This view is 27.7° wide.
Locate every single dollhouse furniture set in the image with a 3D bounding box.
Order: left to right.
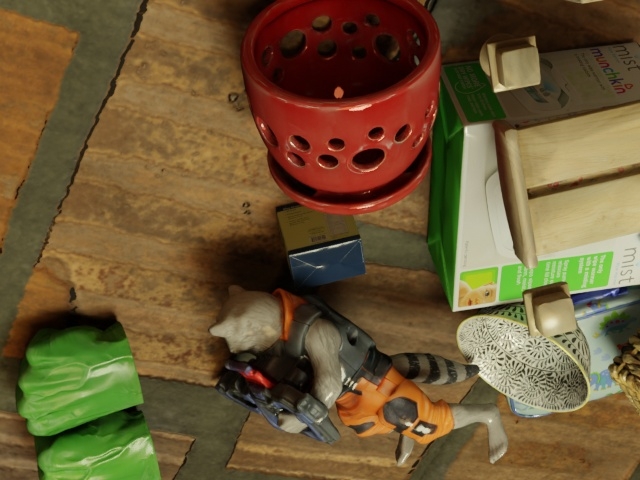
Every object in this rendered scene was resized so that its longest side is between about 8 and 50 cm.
[{"bbox_3d":[0.309,-0.120,1.280,0.303,0.174,0.356,-12,106,-5],"label":"dollhouse furniture set"}]

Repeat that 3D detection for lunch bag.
[{"bbox_3d":[0.327,0.124,1.650,0.219,0.090,0.176,-17,133,1],"label":"lunch bag"}]

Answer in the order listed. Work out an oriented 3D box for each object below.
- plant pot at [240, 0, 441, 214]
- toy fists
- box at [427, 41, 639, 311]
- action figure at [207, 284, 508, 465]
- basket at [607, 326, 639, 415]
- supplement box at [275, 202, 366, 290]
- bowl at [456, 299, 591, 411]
[{"bbox_3d":[0.024,-0.130,1.275,0.191,0.191,0.174,-11,135,-6],"label":"plant pot"},{"bbox_3d":[-0.285,0.212,1.559,0.142,0.096,0.279,-17,132,-14],"label":"toy fists"},{"bbox_3d":[0.246,-0.070,1.435,0.231,0.127,0.262,-7,131,-7],"label":"box"},{"bbox_3d":[0.010,0.149,1.497,0.330,0.341,0.178,32,79,-24],"label":"action figure"},{"bbox_3d":[0.524,0.170,1.584,0.223,0.213,0.299,-51,142,-6],"label":"basket"},{"bbox_3d":[0.000,0.000,1.454,0.083,0.083,0.056,-13,133,-4],"label":"supplement box"},{"bbox_3d":[0.252,0.117,1.519,0.170,0.080,0.170,27,150,17],"label":"bowl"}]
